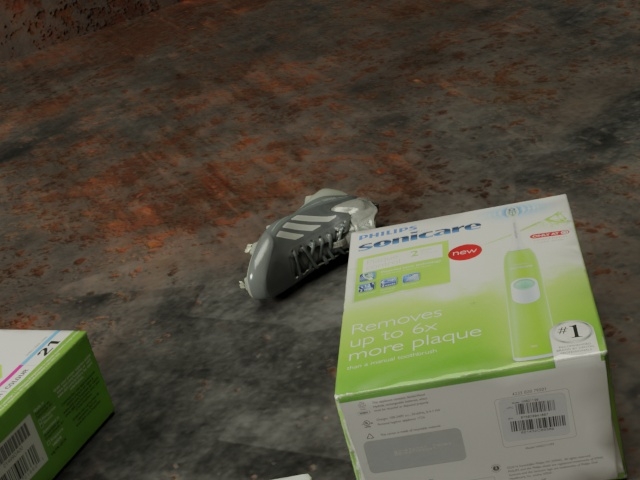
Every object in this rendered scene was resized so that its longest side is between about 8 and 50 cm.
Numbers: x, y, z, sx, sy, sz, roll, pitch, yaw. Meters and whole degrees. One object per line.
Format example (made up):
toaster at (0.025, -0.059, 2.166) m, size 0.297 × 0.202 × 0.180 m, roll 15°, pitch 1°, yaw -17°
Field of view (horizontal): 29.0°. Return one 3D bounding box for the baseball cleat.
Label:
baseball cleat at (0.000, 0.000, 1.358) m, size 0.109 × 0.072 × 0.206 m, roll 7°, pitch 36°, yaw 27°

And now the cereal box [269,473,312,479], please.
cereal box at (-0.091, 0.265, 0.880) m, size 0.173 × 0.047 × 0.240 m, roll -11°, pitch 25°, yaw 7°

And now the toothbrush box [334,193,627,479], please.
toothbrush box at (0.130, 0.086, 1.047) m, size 0.206 × 0.122 × 0.283 m, roll -10°, pitch 24°, yaw 10°

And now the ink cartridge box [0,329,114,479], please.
ink cartridge box at (-0.357, 0.170, 1.171) m, size 0.255 × 0.097 × 0.189 m, roll 0°, pitch 29°, yaw 27°
